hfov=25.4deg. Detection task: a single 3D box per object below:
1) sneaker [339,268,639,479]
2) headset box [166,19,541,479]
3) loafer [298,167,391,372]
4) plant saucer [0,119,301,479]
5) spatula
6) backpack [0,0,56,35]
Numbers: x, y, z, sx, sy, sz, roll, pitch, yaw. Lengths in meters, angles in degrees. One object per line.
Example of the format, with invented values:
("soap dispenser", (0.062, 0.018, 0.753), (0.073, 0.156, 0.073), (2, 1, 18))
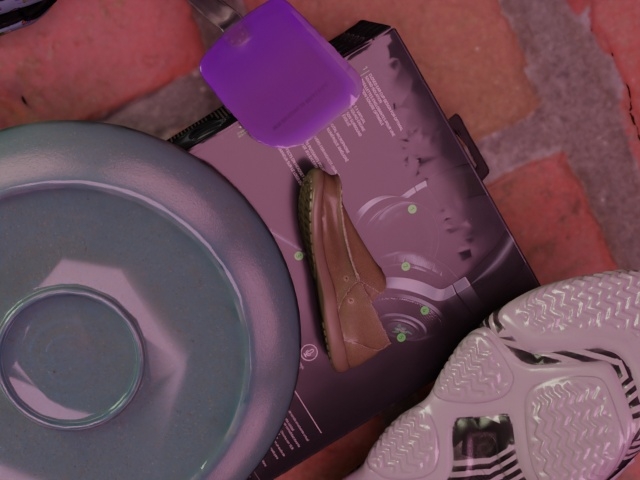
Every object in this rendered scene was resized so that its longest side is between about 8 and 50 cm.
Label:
("sneaker", (0.158, 0.154, 1.061), (0.366, 0.210, 0.137), (-45, 65, 23))
("headset box", (0.000, 0.000, 1.068), (0.283, 0.131, 0.246), (-32, 103, -1))
("loafer", (0.018, 0.018, 0.980), (0.050, 0.056, 0.148), (-11, 111, -7))
("plant saucer", (-0.171, 0.077, 0.975), (0.318, 0.043, 0.317), (-1, 104, -4))
("spatula", (-0.094, -0.182, 1.002), (0.084, 0.030, 0.296), (-41, 70, -5))
("backpack", (-0.268, -0.195, 0.982), (0.173, 0.158, 0.116), (-14, 85, -19))
